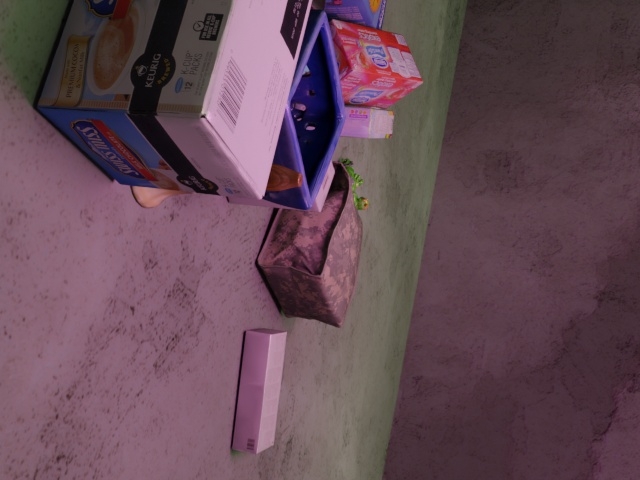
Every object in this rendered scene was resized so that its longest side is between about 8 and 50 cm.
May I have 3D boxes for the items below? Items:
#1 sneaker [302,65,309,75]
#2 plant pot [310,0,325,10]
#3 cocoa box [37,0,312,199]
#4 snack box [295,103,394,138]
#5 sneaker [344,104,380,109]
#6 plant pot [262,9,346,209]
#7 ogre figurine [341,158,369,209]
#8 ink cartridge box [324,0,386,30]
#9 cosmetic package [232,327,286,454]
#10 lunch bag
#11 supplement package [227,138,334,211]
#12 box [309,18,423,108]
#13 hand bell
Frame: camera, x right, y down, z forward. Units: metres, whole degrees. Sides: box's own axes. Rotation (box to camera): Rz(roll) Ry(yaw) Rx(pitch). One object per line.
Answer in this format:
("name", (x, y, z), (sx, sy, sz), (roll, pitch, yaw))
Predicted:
("sneaker", (-0.057, -0.378, 1.715), (0.262, 0.104, 0.125), (-53, 144, -58))
("plant pot", (-0.101, -0.472, 1.435), (0.167, 0.187, 0.188), (22, 75, -60))
("cocoa box", (-0.173, -0.261, 1.174), (0.231, 0.227, 0.347), (56, 44, -64))
("snack box", (0.056, -0.265, 1.989), (0.207, 0.174, 0.070), (-24, 119, -71))
("sneaker", (0.073, -0.381, 2.170), (0.297, 0.111, 0.129), (46, 37, -72))
("plant pot", (-0.099, -0.216, 1.452), (0.236, 0.212, 0.236), (77, 26, -48))
("ogre figurine", (0.069, -0.095, 2.245), (0.118, 0.096, 0.197), (-87, -166, -76))
("ink cartridge box", (0.055, -0.609, 1.918), (0.395, 0.151, 0.270), (46, 52, -70))
("cosmetic package", (-0.123, 0.301, 1.813), (0.099, 0.060, 0.239), (9, 88, -71))
("lunch bag", (0.000, 0.000, 1.922), (0.235, 0.168, 0.287), (69, 37, -56))
("supplement package", (-0.079, -0.129, 1.601), (0.105, 0.179, 0.105), (75, 28, -50))
("box", (0.086, -0.374, 1.926), (0.256, 0.122, 0.128), (-4, 67, -49))
("hand bell", (-0.141, -0.099, 1.311), (0.126, 0.242, 0.126), (6, 90, -73))
